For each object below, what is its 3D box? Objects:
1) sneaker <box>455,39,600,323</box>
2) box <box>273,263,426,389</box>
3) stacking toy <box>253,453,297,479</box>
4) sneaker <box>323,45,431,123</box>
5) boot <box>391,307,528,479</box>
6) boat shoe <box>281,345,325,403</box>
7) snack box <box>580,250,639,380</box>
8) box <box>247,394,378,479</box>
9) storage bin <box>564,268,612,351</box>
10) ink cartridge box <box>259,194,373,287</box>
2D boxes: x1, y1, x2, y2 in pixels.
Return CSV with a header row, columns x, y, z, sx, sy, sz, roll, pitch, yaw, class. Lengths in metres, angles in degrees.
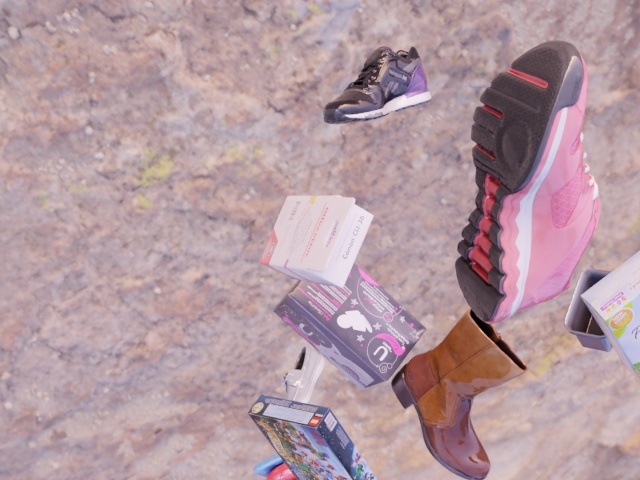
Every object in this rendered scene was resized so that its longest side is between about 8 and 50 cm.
x,y,z,sx,sy,sz,roll,pitch,yaw,class
0.234,-0.060,0.826,0.136,0.116,0.314,-8,125,-20,sneaker
0.051,0.156,1.538,0.142,0.247,0.163,-47,179,-22,box
-0.018,0.595,1.668,0.165,0.302,0.175,-27,144,17,stacking toy
0.096,-0.299,1.489,0.283,0.107,0.124,-26,110,-45,sneaker
0.288,0.286,1.441,0.096,0.264,0.280,-15,156,-42,boot
-0.062,0.361,2.008,0.079,0.081,0.227,-39,-166,39,boat shoe
0.515,0.105,1.193,0.174,0.070,0.207,-39,126,6,snack box
-0.003,0.361,1.320,0.044,0.159,0.233,-52,125,-34,box
0.515,0.134,1.431,0.091,0.098,0.135,51,56,-46,storage bin
0.000,0.000,1.111,0.067,0.198,0.115,27,80,-27,ink cartridge box
